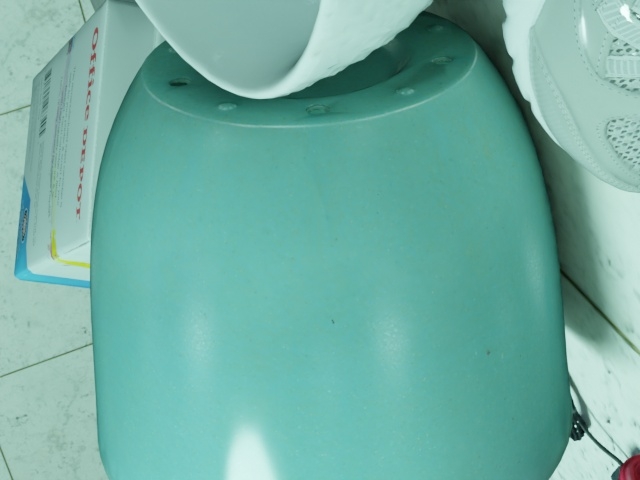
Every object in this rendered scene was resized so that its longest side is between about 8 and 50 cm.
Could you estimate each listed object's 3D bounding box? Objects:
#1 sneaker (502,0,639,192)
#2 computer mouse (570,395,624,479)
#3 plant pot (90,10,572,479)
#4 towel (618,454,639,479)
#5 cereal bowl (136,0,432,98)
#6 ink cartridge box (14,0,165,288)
[{"bbox_3d":[0.127,-0.075,0.365,0.115,0.105,0.281,60,169,22],"label":"sneaker"},{"bbox_3d":[0.181,0.149,0.841,0.242,0.041,0.071,55,167,45],"label":"computer mouse"},{"bbox_3d":[0.000,0.000,0.752,0.293,0.293,0.235,-130,31,-56],"label":"plant pot"},{"bbox_3d":[0.226,0.235,0.709,0.199,0.031,0.275,42,161,27],"label":"towel"},{"bbox_3d":[-0.025,-0.242,0.565,0.339,0.141,0.339,52,156,33],"label":"cereal bowl"},{"bbox_3d":[-0.135,-0.065,1.132,0.270,0.197,0.198,163,112,-65],"label":"ink cartridge box"}]
